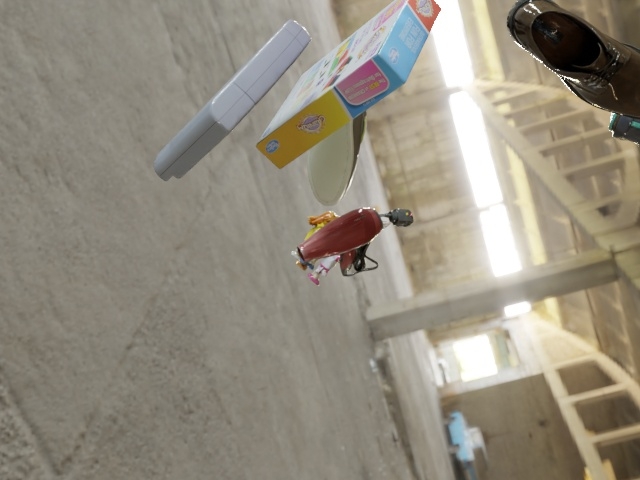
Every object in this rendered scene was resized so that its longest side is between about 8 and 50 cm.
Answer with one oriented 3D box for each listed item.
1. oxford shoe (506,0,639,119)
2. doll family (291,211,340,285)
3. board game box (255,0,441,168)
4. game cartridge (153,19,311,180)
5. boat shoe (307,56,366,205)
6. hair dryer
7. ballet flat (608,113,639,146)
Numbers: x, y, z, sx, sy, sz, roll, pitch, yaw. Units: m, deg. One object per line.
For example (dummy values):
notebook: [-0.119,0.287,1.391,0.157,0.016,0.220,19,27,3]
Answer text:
oxford shoe: [0.318,-0.197,0.942,0.083,0.227,0.096,-61,-171,21]
doll family: [0.000,0.000,2.134,0.118,0.163,0.263,41,5,-12]
board game box: [0.046,-0.279,1.411,0.064,0.316,0.242,43,46,-18]
game cartridge: [-0.126,-0.223,1.256,0.062,0.198,0.297,41,45,-10]
boat shoe: [0.042,-0.221,1.657,0.091,0.109,0.305,-22,121,-53]
hair dryer: [0.070,0.020,1.809,0.293,0.223,0.080,4,40,-44]
ballet flat: [0.443,-0.170,1.150,0.203,0.074,0.074,-37,112,-65]
